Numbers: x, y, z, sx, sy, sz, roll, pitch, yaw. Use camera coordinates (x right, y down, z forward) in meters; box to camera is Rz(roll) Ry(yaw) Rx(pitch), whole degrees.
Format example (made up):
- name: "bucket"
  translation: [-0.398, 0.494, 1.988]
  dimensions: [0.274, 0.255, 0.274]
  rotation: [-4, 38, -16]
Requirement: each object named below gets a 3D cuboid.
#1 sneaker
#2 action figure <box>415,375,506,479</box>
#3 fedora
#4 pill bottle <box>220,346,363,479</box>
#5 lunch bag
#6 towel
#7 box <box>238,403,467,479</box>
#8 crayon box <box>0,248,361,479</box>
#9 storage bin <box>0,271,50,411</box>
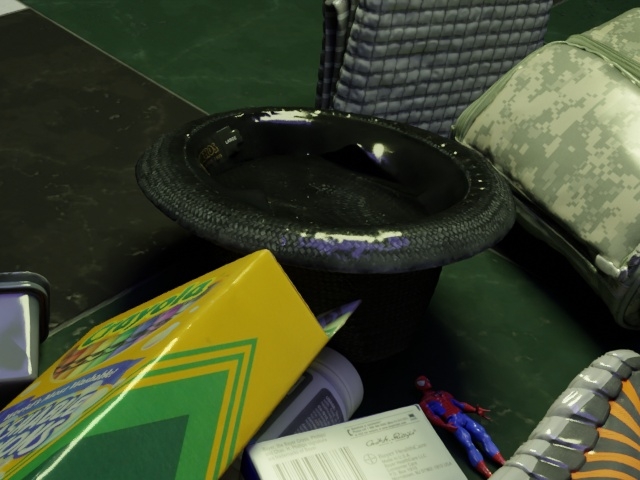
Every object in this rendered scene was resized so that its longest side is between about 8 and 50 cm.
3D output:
- name: "sneaker"
  translation: [0.212, 0.199, 0.694]
  dimensions: [0.180, 0.124, 0.321]
  rotation: [32, 36, 21]
- name: "action figure"
  translation: [0.114, 0.148, 0.823]
  dimensions: [0.038, 0.030, 0.115]
  rotation: [-21, 45, -29]
- name: "fedora"
  translation: [0.000, 0.000, 0.871]
  dimensions: [0.334, 0.152, 0.334]
  rotation: [3, 25, -1]
- name: "pill bottle"
  translation: [-0.028, 0.139, 0.754]
  dimensions: [0.078, 0.078, 0.137]
  rotation: [26, 39, 20]
- name: "lunch bag"
  translation: [0.307, -0.065, 1.020]
  dimensions: [0.256, 0.212, 0.305]
  rotation: [-26, 47, -17]
- name: "towel"
  translation: [0.120, -0.222, 1.145]
  dimensions: [0.284, 0.235, 0.121]
  rotation: [-13, 39, -31]
- name: "box"
  translation: [0.011, 0.185, 0.652]
  dimensions: [0.126, 0.137, 0.072]
  rotation: [-9, 42, -24]
- name: "crayon box"
  translation: [-0.133, 0.119, 0.654]
  dimensions: [0.083, 0.203, 0.323]
  rotation: [57, 39, -11]
- name: "storage bin"
  translation: [-0.268, 0.083, 0.764]
  dimensions: [0.135, 0.098, 0.091]
  rotation: [-3, 49, -19]
